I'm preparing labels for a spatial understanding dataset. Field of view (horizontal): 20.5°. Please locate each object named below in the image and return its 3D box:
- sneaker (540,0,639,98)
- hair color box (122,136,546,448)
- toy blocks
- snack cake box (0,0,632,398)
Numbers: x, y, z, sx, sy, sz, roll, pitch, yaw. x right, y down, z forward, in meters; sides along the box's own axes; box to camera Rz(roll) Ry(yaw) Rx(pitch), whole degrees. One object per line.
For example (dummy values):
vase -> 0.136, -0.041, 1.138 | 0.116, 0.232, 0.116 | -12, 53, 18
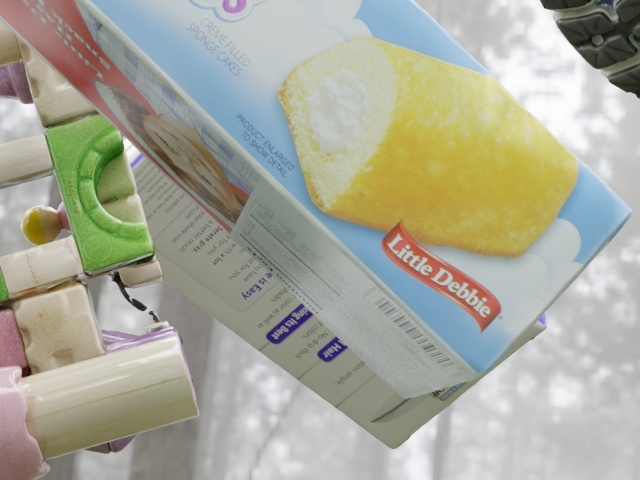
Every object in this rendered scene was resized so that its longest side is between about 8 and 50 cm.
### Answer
sneaker -> 0.181, -0.237, 1.029 | 0.130, 0.330, 0.147 | -23, -6, 37
hair color box -> 0.000, 0.000, 1.435 | 0.339, 0.110, 0.185 | 39, -61, -17
toy blocks -> -0.225, 0.007, 0.972 | 0.260, 0.288, 0.309 | -16, -2, -5
snack cake box -> -0.020, -0.060, 0.697 | 0.264, 0.089, 0.152 | 43, -10, 0
